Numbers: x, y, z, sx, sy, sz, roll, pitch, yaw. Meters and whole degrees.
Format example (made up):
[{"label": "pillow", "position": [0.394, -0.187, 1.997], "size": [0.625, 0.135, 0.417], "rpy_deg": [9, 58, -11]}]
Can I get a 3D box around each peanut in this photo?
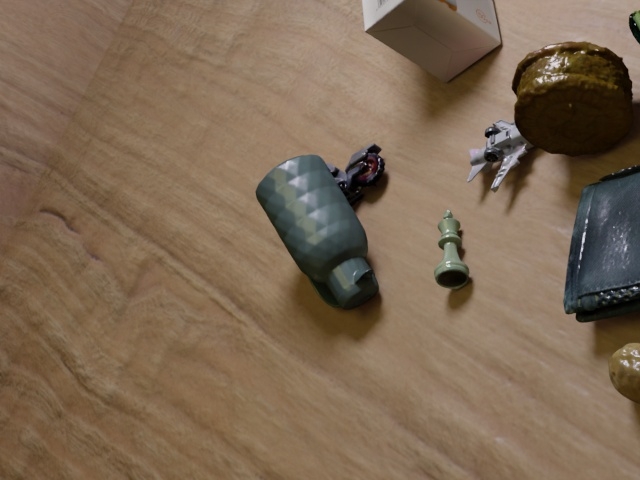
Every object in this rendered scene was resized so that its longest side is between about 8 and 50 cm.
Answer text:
[{"label": "peanut", "position": [0.469, 0.186, 1.590], "size": [0.214, 0.099, 0.100], "rpy_deg": [16, 81, 59]}]

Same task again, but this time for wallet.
[{"label": "wallet", "position": [0.503, -0.020, 1.689], "size": [0.342, 0.075, 0.237], "rpy_deg": [-20, 47, 46]}]

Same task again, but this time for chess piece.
[{"label": "chess piece", "position": [0.221, 0.008, 2.037], "size": [0.059, 0.059, 0.149], "rpy_deg": [-32, 39, 35]}]

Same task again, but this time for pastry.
[{"label": "pastry", "position": [0.386, -0.217, 1.859], "size": [0.188, 0.188, 0.103], "rpy_deg": [-25, 43, 41]}]

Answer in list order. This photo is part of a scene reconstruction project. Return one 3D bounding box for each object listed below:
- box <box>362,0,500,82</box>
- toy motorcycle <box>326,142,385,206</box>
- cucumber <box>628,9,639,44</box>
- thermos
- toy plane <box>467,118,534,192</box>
[{"label": "box", "position": [0.193, -0.497, 2.238], "size": [0.143, 0.225, 0.341], "rpy_deg": [-33, 46, 36]}, {"label": "toy motorcycle", "position": [0.037, -0.122, 2.323], "size": [0.215, 0.080, 0.123], "rpy_deg": [-28, 50, 31]}, {"label": "cucumber", "position": [0.523, -0.292, 1.843], "size": [0.220, 0.070, 0.046], "rpy_deg": [-107, 25, -46]}, {"label": "thermos", "position": [0.000, 0.000, 2.202], "size": [0.287, 0.145, 0.182], "rpy_deg": [61, 149, 20]}, {"label": "toy plane", "position": [0.314, -0.160, 2.017], "size": [0.171, 0.065, 0.162], "rpy_deg": [-36, 33, 39]}]
